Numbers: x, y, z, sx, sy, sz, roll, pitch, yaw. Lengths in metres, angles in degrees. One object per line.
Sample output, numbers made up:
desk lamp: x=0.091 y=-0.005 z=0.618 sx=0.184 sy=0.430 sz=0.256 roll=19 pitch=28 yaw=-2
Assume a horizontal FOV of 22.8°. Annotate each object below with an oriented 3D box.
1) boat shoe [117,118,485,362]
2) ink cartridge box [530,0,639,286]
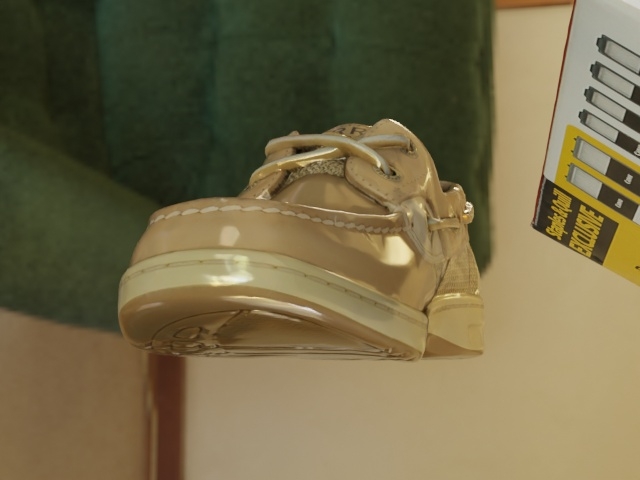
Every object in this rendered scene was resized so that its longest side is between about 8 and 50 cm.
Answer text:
boat shoe: x=0.000 y=0.000 z=0.727 sx=0.341 sy=0.121 sz=0.110 roll=17 pitch=74 yaw=-74
ink cartridge box: x=0.173 y=-0.061 z=0.599 sx=0.130 sy=0.271 sz=0.309 roll=-59 pitch=168 yaw=-9
